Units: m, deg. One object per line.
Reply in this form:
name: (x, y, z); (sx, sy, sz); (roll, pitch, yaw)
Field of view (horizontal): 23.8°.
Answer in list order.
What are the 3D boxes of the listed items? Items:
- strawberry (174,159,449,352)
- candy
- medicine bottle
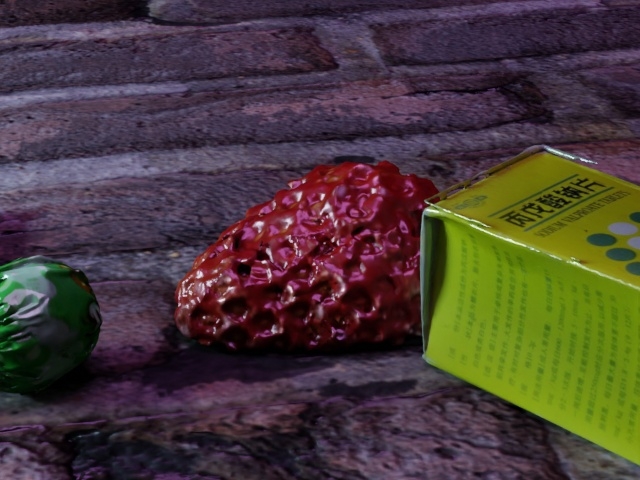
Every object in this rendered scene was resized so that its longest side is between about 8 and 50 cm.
strawberry: (0.000, 0.000, 1.141); (0.237, 0.111, 0.190); (-14, 32, -25)
candy: (-0.298, 0.096, 1.006); (0.324, 0.097, 0.097); (-21, 32, -22)
medicine bottle: (0.200, 0.045, 1.020); (0.250, 0.141, 0.137); (23, 38, 40)
